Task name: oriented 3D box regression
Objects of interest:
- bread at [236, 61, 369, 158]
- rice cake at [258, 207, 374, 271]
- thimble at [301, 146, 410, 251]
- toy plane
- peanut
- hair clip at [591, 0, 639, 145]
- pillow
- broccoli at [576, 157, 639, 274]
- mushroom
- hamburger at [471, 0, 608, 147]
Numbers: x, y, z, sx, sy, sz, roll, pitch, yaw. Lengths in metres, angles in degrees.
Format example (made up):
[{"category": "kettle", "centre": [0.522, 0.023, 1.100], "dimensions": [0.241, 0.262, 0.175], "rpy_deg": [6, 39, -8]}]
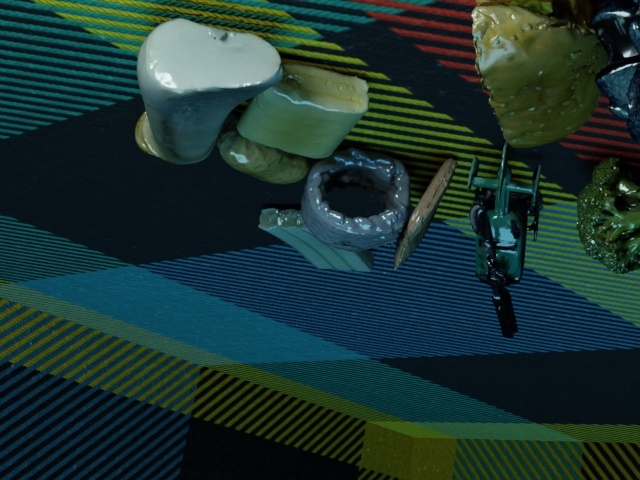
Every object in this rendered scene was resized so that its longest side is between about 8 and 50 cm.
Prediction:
[{"category": "bread", "centre": [-0.023, -0.165, 1.471], "dimensions": [0.139, 0.060, 0.178], "rpy_deg": [15, 163, -13]}, {"category": "rice cake", "centre": [0.000, 0.000, 2.008], "dimensions": [0.127, 0.043, 0.237], "rpy_deg": [2, 162, 27]}, {"category": "thimble", "centre": [0.050, -0.057, 1.661], "dimensions": [0.151, 0.127, 0.118], "rpy_deg": [5, 165, -5]}, {"category": "toy plane", "centre": [0.258, -0.017, 1.647], "dimensions": [0.106, 0.155, 0.382], "rpy_deg": [7, 146, 10]}, {"category": "peanut", "centre": [-0.071, -0.122, 1.607], "dimensions": [0.080, 0.080, 0.174], "rpy_deg": [-3, 168, 35]}, {"category": "hair clip", "centre": [0.365, -0.187, 1.030], "dimensions": [0.206, 0.195, 0.310], "rpy_deg": [6, 165, -30]}, {"category": "pillow", "centre": [0.147, -0.036, 1.674], "dimensions": [0.034, 0.135, 0.211], "rpy_deg": [32, 164, 5]}, {"category": "broccoli", "centre": [0.397, -0.030, 1.529], "dimensions": [0.162, 0.146, 0.138], "rpy_deg": [17, 154, -39]}, {"category": "mushroom", "centre": [-0.152, -0.170, 1.423], "dimensions": [0.159, 0.122, 0.329], "rpy_deg": [31, 162, -4]}, {"category": "hamburger", "centre": [0.225, -0.181, 1.181], "dimensions": [0.130, 0.124, 0.262], "rpy_deg": [4, 163, 17]}]
